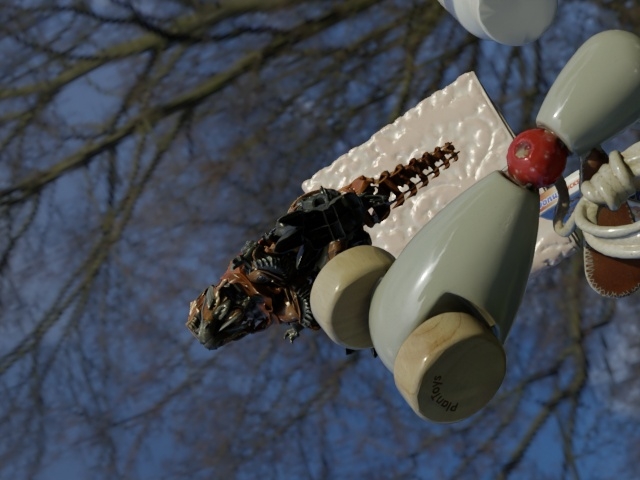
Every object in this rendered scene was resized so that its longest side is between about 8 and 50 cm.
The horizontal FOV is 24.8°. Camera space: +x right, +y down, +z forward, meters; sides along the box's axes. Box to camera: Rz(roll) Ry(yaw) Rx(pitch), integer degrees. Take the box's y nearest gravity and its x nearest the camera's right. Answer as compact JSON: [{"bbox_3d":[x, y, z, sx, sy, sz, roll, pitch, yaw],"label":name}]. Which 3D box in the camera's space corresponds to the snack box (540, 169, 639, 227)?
[{"bbox_3d":[0.295,-0.029,1.433,0.178,0.064,0.022,13,-123,-37],"label":"snack box"}]

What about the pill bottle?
[{"bbox_3d":[0.224,-0.327,1.865,0.131,0.131,0.229,55,-174,-22],"label":"pill bottle"}]

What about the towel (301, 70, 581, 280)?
[{"bbox_3d":[0.173,-0.038,2.180,0.317,0.332,0.053,62,-165,15],"label":"towel"}]

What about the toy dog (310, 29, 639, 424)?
[{"bbox_3d":[0.158,0.011,1.125,0.161,0.333,0.220,36,-153,-44],"label":"toy dog"}]

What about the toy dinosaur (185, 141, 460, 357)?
[{"bbox_3d":[0.000,0.000,1.504,0.164,0.322,0.218,32,-179,-18],"label":"toy dinosaur"}]
